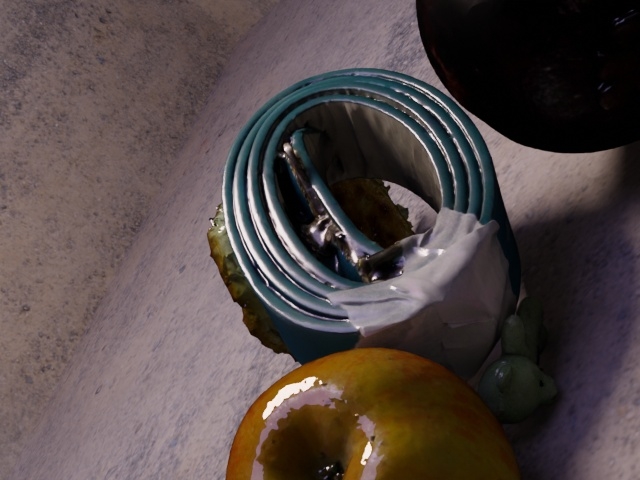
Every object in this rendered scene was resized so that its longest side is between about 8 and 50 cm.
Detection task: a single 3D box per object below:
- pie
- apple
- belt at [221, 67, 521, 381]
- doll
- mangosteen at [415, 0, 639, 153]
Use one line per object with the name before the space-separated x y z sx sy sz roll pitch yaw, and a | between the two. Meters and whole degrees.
pie | 0.000 0.000 1.547 0.103 0.288 0.355 -31 23 48
apple | 0.037 0.243 1.054 0.301 0.301 0.301 -44 20 21
belt | 0.056 -0.020 1.287 0.300 0.173 0.436 -26 47 1
doll | 0.211 0.124 1.167 0.115 0.077 0.150 84 -156 -43
mangosteen | 0.287 -0.306 1.280 0.382 0.382 0.435 -44 32 23
